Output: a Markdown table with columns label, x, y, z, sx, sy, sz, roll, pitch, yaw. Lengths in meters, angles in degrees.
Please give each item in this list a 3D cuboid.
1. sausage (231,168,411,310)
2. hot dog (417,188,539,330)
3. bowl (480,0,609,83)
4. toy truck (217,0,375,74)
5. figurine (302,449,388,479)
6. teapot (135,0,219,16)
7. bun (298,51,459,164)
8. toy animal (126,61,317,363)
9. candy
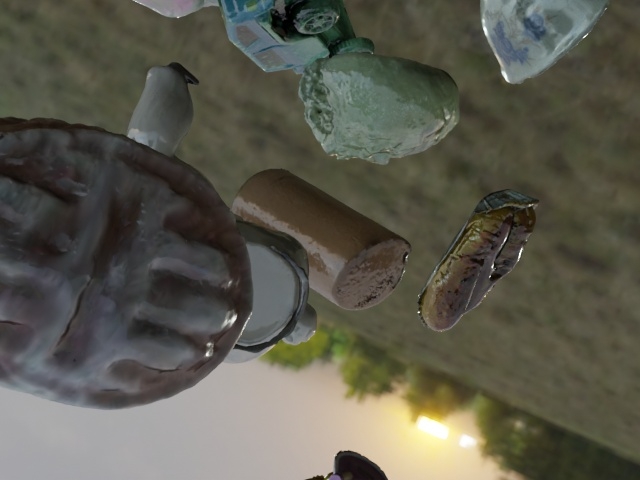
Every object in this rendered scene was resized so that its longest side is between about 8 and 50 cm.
| label | x | y | z | sx | sy | sz | roll | pitch | yaw |
| --- | --- | --- | --- | --- | --- | --- | --- | --- | --- |
| sausage | 0.000 | 0.000 | 1.850 | 0.253 | 0.123 | 0.123 | 31 | -178 | 44 |
| hot dog | 0.252 | 0.033 | 2.203 | 0.082 | 0.270 | 0.162 | 44 | -152 | 27 |
| bowl | 0.335 | -0.409 | 2.147 | 0.146 | 0.313 | 0.313 | 33 | 173 | -17 |
| toy truck | -0.040 | -0.323 | 1.923 | 0.156 | 0.155 | 0.279 | -23 | 160 | 14 |
| figurine | -0.001 | 0.262 | 1.279 | 0.095 | 0.156 | 0.115 | 42 | -162 | 15 |
| teapot | -0.219 | -0.441 | 2.153 | 0.221 | 0.163 | 0.178 | -10 | 152 | 21 |
| bun | 0.064 | -0.157 | 1.673 | 0.203 | 0.127 | 0.212 | 7 | -179 | 16 |
| toy animal | -0.136 | -0.009 | 1.424 | 0.325 | 0.208 | 0.154 | 65 | 162 | -15 |
| candy | -0.198 | 0.015 | 1.095 | 0.289 | 0.214 | 0.157 | 22 | 180 | -32 |
